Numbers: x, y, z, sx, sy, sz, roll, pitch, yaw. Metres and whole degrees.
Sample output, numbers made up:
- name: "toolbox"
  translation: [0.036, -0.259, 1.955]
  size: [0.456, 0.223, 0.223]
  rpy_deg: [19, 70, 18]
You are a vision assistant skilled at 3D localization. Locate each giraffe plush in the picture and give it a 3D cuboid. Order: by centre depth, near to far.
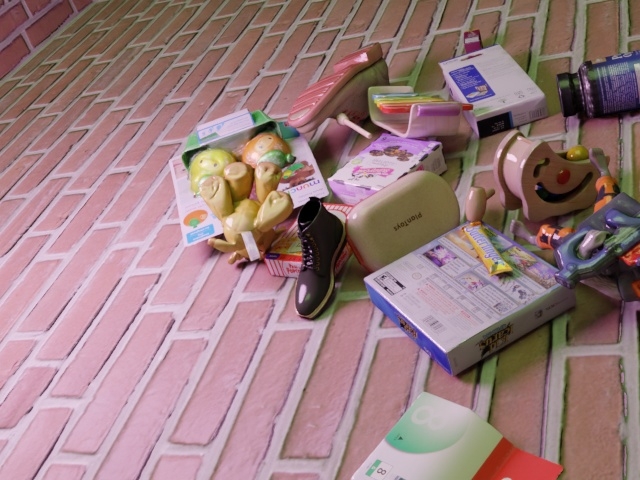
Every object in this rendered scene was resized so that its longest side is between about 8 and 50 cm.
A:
- name: "giraffe plush"
  translation: [-0.138, -0.034, 1.719]
  size: [0.182, 0.170, 0.210]
  rpy_deg: [-4, 71, 1]

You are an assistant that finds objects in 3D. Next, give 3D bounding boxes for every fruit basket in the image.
- name: "fruit basket"
  translation: [-0.175, -0.151, 1.927]
  size: [0.327, 0.165, 0.353]
  rpy_deg: [-20, 33, 0]

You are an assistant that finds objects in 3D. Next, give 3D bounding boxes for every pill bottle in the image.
- name: "pill bottle"
  translation: [0.611, -0.324, 1.806]
  size: [0.219, 0.122, 0.122]
  rpy_deg: [-10, 34, 14]

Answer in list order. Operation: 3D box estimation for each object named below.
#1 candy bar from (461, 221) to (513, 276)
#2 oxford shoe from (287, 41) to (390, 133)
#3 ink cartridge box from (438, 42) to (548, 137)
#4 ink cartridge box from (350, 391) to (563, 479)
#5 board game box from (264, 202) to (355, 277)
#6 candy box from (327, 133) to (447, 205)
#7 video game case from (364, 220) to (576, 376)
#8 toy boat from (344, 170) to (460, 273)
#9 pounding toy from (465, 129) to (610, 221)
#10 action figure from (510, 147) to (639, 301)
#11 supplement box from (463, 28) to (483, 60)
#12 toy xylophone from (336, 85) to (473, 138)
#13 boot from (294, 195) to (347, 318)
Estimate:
- name: "candy bar"
  translation: [0.280, 0.015, 1.463]
  size: [0.040, 0.018, 0.161]
  rpy_deg: [-18, 33, 0]
- name: "oxford shoe"
  translation: [0.066, -0.342, 2.082]
  size: [0.141, 0.146, 0.397]
  rpy_deg: [-10, 26, 44]
- name: "ink cartridge box"
  translation: [0.397, -0.356, 2.022]
  size: [0.166, 0.065, 0.332]
  rpy_deg: [-17, 34, 4]
- name: "ink cartridge box"
  translation: [0.180, 0.311, 1.159]
  size: [0.225, 0.056, 0.181]
  rpy_deg: [13, 45, 43]
- name: "board game box"
  translation: [0.000, 0.000, 1.720]
  size: [0.147, 0.045, 0.193]
  rpy_deg: [5, 40, 32]
- name: "candy box"
  translation: [0.143, -0.141, 1.829]
  size: [0.165, 0.070, 0.196]
  rpy_deg: [16, 46, 42]
- name: "video game case"
  translation: [0.244, 0.085, 1.449]
  size: [0.244, 0.061, 0.269]
  rpy_deg: [-28, 33, -13]
- name: "toy boat"
  translation: [0.147, -0.033, 1.633]
  size: [0.231, 0.151, 0.151]
  rpy_deg: [-30, 5, -16]
- name: "pounding toy"
  translation: [0.374, -0.133, 1.574]
  size: [0.270, 0.154, 0.155]
  rpy_deg: [-14, 28, -26]
- name: "action figure"
  translation: [0.498, -0.023, 1.355]
  size: [0.341, 0.178, 0.330]
  rpy_deg: [-32, 32, 2]
- name: "supplement box"
  translation: [0.399, -0.510, 2.256]
  size: [0.043, 0.055, 0.083]
  rpy_deg: [-9, 35, 16]
- name: "toy xylophone"
  translation: [0.178, -0.286, 1.929]
  size: [0.236, 0.081, 0.323]
  rpy_deg: [-7, 18, -22]
- name: "boot"
  translation: [-0.022, 0.029, 1.547]
  size: [0.077, 0.137, 0.197]
  rpy_deg: [6, 70, 25]
